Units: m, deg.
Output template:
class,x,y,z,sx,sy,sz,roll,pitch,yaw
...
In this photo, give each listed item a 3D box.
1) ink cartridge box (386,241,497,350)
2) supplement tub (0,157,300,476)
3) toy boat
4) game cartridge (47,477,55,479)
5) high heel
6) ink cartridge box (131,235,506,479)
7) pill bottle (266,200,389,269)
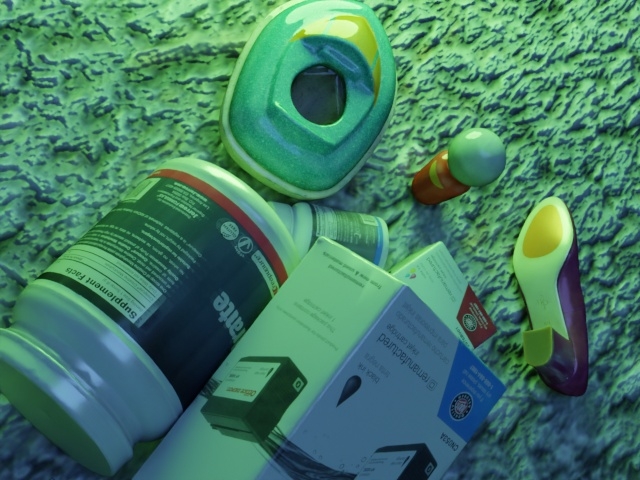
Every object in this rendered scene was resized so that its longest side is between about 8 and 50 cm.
class,x,y,z,sx,sy,sz,roll,pitch,yaw
ink cartridge box,0.093,0.102,1.146,0.175,0.072,0.127,-33,91,-29
supplement tub,-0.166,0.068,0.970,0.191,0.191,0.272,46,63,-7
toy boat,0.056,-0.146,1.155,0.318,0.148,0.267,30,64,-14
game cartridge,-0.275,0.273,0.963,0.083,0.017,0.056,-34,95,-28
high heel,0.302,0.069,1.263,0.117,0.082,0.244,37,46,-42
ink cartridge box,0.001,0.189,0.949,0.307,0.129,0.223,-52,134,-7
pill bottle,0.000,0.000,1.129,0.137,0.078,0.078,10,72,-21
